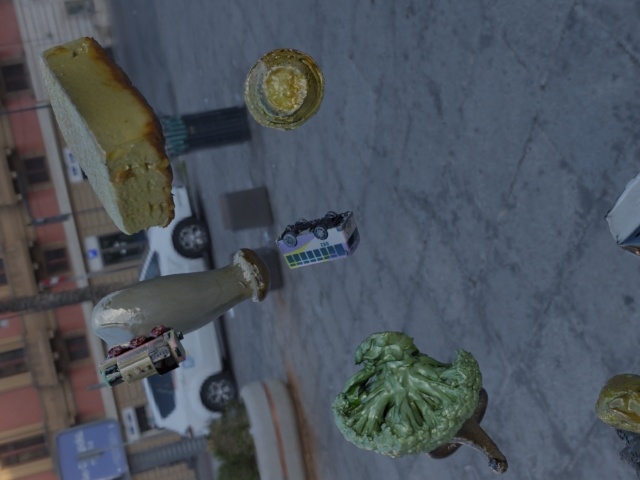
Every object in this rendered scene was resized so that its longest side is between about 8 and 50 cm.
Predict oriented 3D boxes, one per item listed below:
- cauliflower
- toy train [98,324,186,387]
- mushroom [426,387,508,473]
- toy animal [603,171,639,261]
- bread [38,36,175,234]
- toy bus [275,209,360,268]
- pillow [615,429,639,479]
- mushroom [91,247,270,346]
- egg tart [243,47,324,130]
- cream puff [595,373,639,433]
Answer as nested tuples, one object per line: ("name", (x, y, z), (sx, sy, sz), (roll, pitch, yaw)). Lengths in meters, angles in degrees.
("cauliflower", (0.155, 0.291, 1.523), (0.272, 0.275, 0.250), (-24, 90, 63))
("toy train", (-0.273, 0.182, 1.188), (0.087, 0.138, 0.050), (-121, 7, -69))
("mushroom", (0.389, 0.485, 1.913), (0.217, 0.227, 0.148), (29, 156, 42))
("toy animal", (0.631, -0.010, 1.346), (0.165, 0.235, 0.187), (-51, 9, 26))
("bread", (-0.317, -0.161, 1.179), (0.274, 0.114, 0.185), (52, 156, 34))
("toy bus", (0.000, 0.000, 1.020), (0.058, 0.102, 0.052), (65, -148, -22))
("pillow", (0.850, 0.486, 1.747), (0.228, 0.326, 0.101), (-9, -82, -80))
("mushroom", (-0.261, 0.114, 1.487), (0.128, 0.350, 0.128), (53, 154, 39))
("egg tart", (-0.082, -0.341, 1.754), (0.074, 0.191, 0.191), (-94, -7, -82))
("cream puff", (0.318, 0.169, 0.788), (0.083, 0.083, 0.058), (-24, 92, 52))
